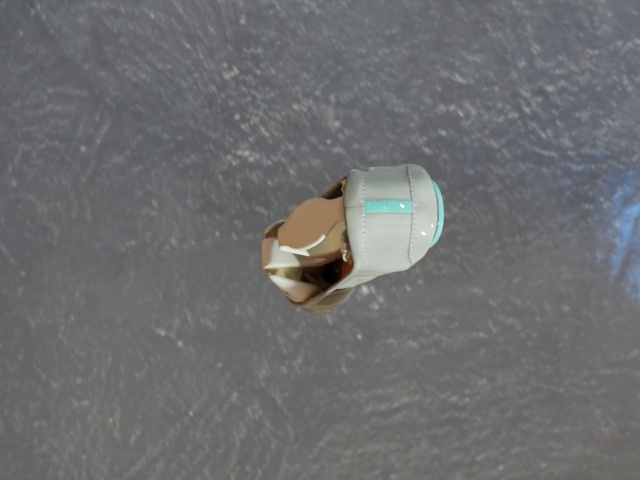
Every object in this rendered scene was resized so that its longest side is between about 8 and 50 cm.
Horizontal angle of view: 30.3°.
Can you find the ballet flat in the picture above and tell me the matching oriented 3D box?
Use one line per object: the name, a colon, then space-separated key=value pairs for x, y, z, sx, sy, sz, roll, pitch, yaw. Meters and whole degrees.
ballet flat: x=0.000 y=0.000 z=0.697 sx=0.068 sy=0.072 sz=0.213 roll=-2 pitch=168 yaw=-21
